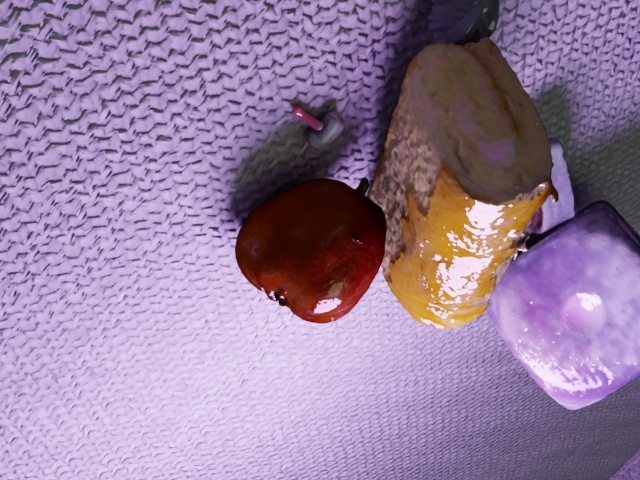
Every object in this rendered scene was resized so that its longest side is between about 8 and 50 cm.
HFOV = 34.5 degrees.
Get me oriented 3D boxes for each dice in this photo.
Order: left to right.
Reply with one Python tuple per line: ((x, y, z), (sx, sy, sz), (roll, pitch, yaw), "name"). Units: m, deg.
((0.458, 0.107, 1.768), (0.270, 0.270, 0.271), (-39, 172, 17), "dice")

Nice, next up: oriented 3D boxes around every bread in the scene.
((0.174, -0.055, 1.307), (0.165, 0.236, 0.375), (-14, 153, -13), "bread")

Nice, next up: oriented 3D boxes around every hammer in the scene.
((-0.008, -0.145, 1.270), (0.052, 0.031, 0.083), (-49, 141, 11), "hammer")

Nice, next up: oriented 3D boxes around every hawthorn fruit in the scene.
((0.000, 0.000, 1.330), (0.202, 0.185, 0.185), (-49, 149, -3), "hawthorn fruit")

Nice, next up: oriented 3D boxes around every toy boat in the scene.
((0.279, -0.043, 1.637), (0.293, 0.111, 0.276), (-32, 152, 16), "toy boat")

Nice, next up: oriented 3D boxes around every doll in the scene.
((0.186, -0.294, 1.234), (0.094, 0.079, 0.180), (27, 105, -23), "doll")
